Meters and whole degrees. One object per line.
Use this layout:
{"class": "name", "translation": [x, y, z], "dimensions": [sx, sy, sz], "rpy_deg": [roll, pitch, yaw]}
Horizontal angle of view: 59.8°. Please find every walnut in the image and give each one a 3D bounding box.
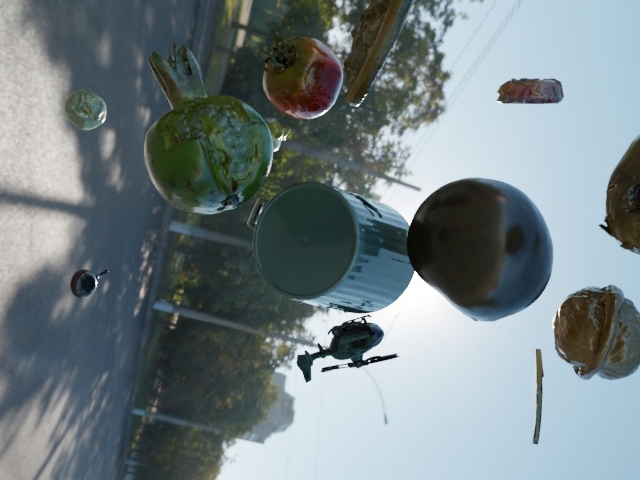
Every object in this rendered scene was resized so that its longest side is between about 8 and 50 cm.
{"class": "walnut", "translation": [0.718, 0.240, 1.432], "dimensions": [0.257, 0.224, 0.257], "rpy_deg": [-59, 162, -33]}

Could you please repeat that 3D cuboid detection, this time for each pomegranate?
{"class": "pomegranate", "translation": [-0.052, -0.422, 1.423], "dimensions": [0.235, 0.210, 0.210], "rpy_deg": [37, 60, -54]}
{"class": "pomegranate", "translation": [-0.218, -0.194, 1.004], "dimensions": [0.302, 0.235, 0.236], "rpy_deg": [66, -11, -4]}

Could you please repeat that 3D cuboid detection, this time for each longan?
{"class": "longan", "translation": [0.344, 0.015, 1.203], "dimensions": [0.319, 0.318, 0.319], "rpy_deg": [-164, -90, -79]}

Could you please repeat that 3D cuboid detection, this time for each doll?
{"class": "doll", "translation": [-0.154, -0.246, 1.294], "dimensions": [0.117, 0.086, 0.291], "rpy_deg": [-25, 180, 20]}

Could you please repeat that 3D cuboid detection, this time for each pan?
{"class": "pan", "translation": [-0.534, 0.093, 1.307], "dimensions": [0.115, 0.023, 0.069], "rpy_deg": [-42, 125, -58]}

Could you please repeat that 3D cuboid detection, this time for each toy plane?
{"class": "toy plane", "translation": [0.071, 0.344, 1.774], "dimensions": [0.106, 0.381, 0.155], "rpy_deg": [-9, 78, -61]}

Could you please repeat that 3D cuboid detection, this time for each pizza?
{"class": "pizza", "translation": [0.123, -0.460, 1.201], "dimensions": [0.324, 0.089, 0.223], "rpy_deg": [120, -15, -45]}

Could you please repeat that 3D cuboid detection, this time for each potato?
{"class": "potato", "translation": [0.541, -0.088, 0.856], "dimensions": [0.300, 0.173, 0.140], "rpy_deg": [-41, 171, -30]}

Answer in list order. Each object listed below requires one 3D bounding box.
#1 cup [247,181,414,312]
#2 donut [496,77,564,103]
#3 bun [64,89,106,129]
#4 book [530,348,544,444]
{"class": "cup", "translation": [0.002, 0.025, 1.382], "dimensions": [0.392, 0.400, 0.311], "rpy_deg": [17, 70, -64]}
{"class": "donut", "translation": [0.689, -0.487, 1.816], "dimensions": [0.233, 0.199, 0.085], "rpy_deg": [-29, 123, -61]}
{"class": "bun", "translation": [-0.505, -0.283, 1.198], "dimensions": [0.054, 0.086, 0.086], "rpy_deg": [10, -96, 65]}
{"class": "book", "translation": [0.624, 0.449, 1.599], "dimensions": [0.157, 0.026, 0.231], "rpy_deg": [-62, 149, -51]}
